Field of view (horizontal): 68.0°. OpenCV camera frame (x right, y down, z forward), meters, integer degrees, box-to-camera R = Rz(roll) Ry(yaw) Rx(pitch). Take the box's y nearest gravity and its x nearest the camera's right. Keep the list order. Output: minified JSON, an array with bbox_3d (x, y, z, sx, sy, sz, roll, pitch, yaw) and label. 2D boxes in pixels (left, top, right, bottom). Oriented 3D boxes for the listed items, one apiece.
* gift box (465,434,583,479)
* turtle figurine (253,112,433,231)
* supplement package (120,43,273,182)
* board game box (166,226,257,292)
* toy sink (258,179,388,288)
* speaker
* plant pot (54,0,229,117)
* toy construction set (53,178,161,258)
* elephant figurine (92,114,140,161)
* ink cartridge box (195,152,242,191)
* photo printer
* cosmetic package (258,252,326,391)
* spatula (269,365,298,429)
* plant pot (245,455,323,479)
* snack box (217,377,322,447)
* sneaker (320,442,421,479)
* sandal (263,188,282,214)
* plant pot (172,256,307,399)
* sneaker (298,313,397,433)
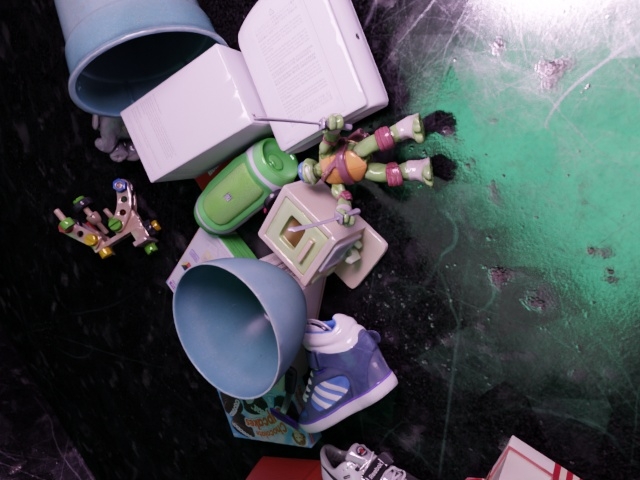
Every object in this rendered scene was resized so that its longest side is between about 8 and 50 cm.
[{"bbox_3d":[0.370,0.555,0.864,0.255,0.258,0.276,35,116,23],"label":"gift box"},{"bbox_3d":[0.062,-0.128,0.871,0.266,0.275,0.197,-10,83,19],"label":"turtle figurine"},{"bbox_3d":[-0.257,-0.272,1.066,0.293,0.175,0.177,-23,91,25],"label":"supplement package"},{"bbox_3d":[-0.297,0.115,1.343,0.242,0.064,0.316,51,128,11],"label":"board game box"},{"bbox_3d":[0.000,0.000,1.035,0.234,0.131,0.153,46,127,15],"label":"toy sink"},{"bbox_3d":[-0.185,-0.122,1.137,0.296,0.131,0.131,-32,85,40],"label":"speaker"},{"bbox_3d":[-0.410,-0.495,1.015,0.341,0.341,0.334,-24,85,40],"label":"plant pot"},{"bbox_3d":[-0.634,-0.017,1.477,0.237,0.257,0.309,51,150,-4],"label":"toy construction set"},{"bbox_3d":[-0.595,-0.351,1.362,0.186,0.169,0.239,-42,60,10],"label":"elephant figurine"},{"bbox_3d":[-0.312,-0.238,1.227,0.181,0.056,0.224,-38,79,31],"label":"ink cartridge box"},{"bbox_3d":[-0.028,-0.360,0.947,0.256,0.107,0.307,-21,92,39],"label":"photo printer"},{"bbox_3d":[-0.100,0.202,1.194,0.160,0.113,0.309,26,120,27],"label":"cosmetic package"},{"bbox_3d":[-0.083,0.391,1.170,0.084,0.030,0.296,24,133,15],"label":"spatula"},{"bbox_3d":[-0.111,0.804,1.332,0.267,0.236,0.267,-19,94,39],"label":"plant pot"},{"bbox_3d":[-0.157,0.484,1.368,0.322,0.060,0.187,-13,98,39],"label":"snack box"},{"bbox_3d":[0.123,0.573,1.147,0.330,0.122,0.146,-9,102,38],"label":"sneaker"},{"bbox_3d":[-0.103,-0.078,1.089,0.040,0.067,0.179,46,167,16],"label":"sandal"},{"bbox_3d":[-0.142,0.157,1.012,0.290,0.195,0.290,12,112,31],"label":"plant pot"},{"bbox_3d":[0.008,0.300,1.130,0.323,0.130,0.236,-41,82,37],"label":"sneaker"}]
